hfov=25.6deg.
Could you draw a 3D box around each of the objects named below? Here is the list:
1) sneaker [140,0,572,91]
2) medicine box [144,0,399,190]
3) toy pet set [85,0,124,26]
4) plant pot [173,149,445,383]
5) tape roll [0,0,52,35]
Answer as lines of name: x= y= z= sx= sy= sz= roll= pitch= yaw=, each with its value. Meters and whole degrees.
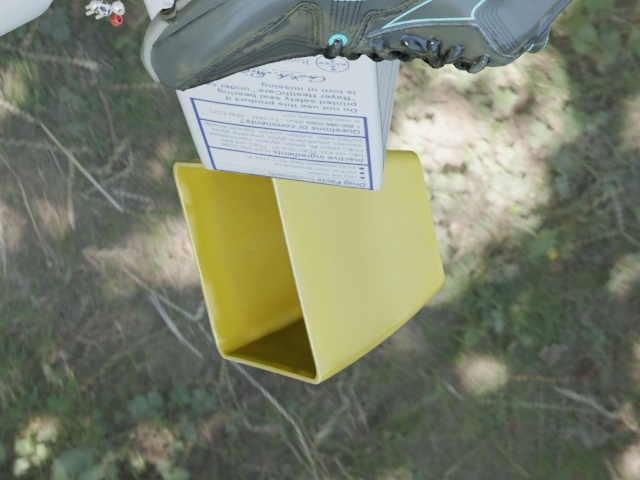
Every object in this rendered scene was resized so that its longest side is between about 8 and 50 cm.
sneaker: x=0.046 y=-0.118 z=0.657 sx=0.267 sy=0.101 sz=0.106 roll=-23 pitch=104 yaw=6
medicine box: x=-0.013 y=-0.217 z=1.013 sx=0.149 sy=0.289 sz=0.264 roll=7 pitch=68 yaw=7
toy pet set: x=-0.261 y=-0.329 z=1.662 sx=0.114 sy=0.065 sz=0.122 roll=7 pitch=70 yaw=-50
plant pot: x=0.000 y=0.000 z=1.414 sx=0.187 sy=0.212 sz=0.212 roll=-20 pitch=103 yaw=-29
tape roll: x=-0.461 y=-0.351 z=1.714 sx=0.169 sy=0.246 sz=0.246 roll=-41 pitch=123 yaw=-44
